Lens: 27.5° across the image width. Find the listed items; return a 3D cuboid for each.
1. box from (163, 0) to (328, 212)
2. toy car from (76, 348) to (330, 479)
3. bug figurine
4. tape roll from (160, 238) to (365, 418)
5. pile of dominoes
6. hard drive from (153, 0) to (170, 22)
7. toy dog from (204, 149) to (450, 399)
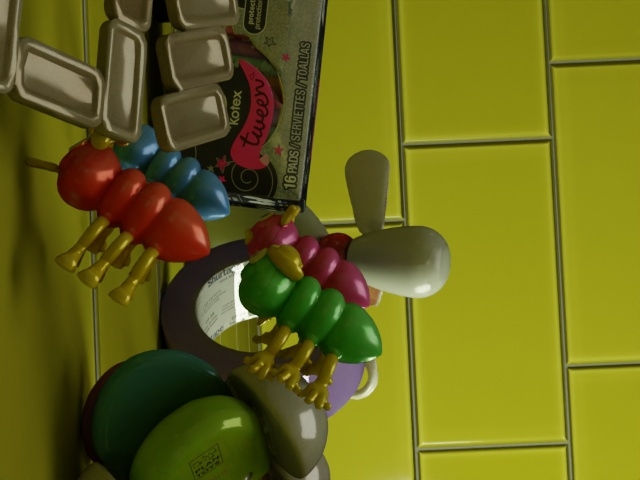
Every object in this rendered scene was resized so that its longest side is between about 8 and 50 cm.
[{"bbox_3d":[-0.072,-0.159,1.245,0.163,0.142,0.247,80,16,-87],"label":"box"},{"bbox_3d":[-0.086,0.133,0.795,0.136,0.159,0.182,48,-20,27],"label":"toy car"},{"bbox_3d":[-0.060,-0.002,0.773,0.072,0.216,0.279,-55,-174,6],"label":"bug figurine"},{"bbox_3d":[-0.052,0.086,1.221,0.189,0.189,0.080,-92,179,-48],"label":"tape roll"},{"bbox_3d":[-0.109,-0.168,0.659,0.196,0.040,0.251,23,67,-56],"label":"pile of dominoes"},{"bbox_3d":[-0.150,-0.268,1.295,0.135,0.022,0.094,-93,180,-76],"label":"hard drive"},{"bbox_3d":[0.000,0.000,1.408,0.161,0.333,0.220,-19,135,-53],"label":"toy dog"}]
